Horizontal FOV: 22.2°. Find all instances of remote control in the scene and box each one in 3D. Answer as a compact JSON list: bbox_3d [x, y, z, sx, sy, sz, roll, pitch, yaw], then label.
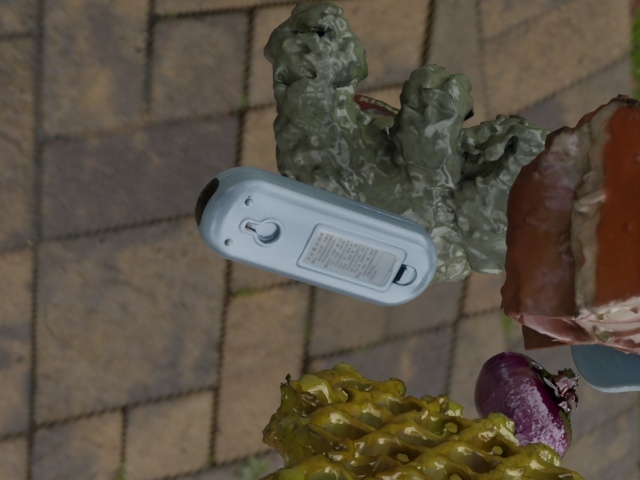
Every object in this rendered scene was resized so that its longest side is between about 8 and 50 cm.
[{"bbox_3d":[0.000,0.000,1.479,0.244,0.047,0.087,17,115,-26],"label":"remote control"}]

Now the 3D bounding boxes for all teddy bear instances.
[{"bbox_3d":[0.130,-0.064,1.680,0.357,0.367,0.224,73,26,-57],"label":"teddy bear"}]

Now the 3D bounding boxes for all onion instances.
[{"bbox_3d":[0.195,0.154,1.512,0.104,0.115,0.115,-31,131,2],"label":"onion"}]

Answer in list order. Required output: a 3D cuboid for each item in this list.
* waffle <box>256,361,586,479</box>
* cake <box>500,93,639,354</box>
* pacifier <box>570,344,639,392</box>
[{"bbox_3d":[0.053,0.143,0.975,0.249,0.253,0.056,9,110,-31],"label":"waffle"},{"bbox_3d":[0.212,-0.014,0.767,0.098,0.287,0.135,45,53,-41],"label":"cake"},{"bbox_3d":[0.388,0.097,1.558,0.238,0.287,0.226,-50,129,-23],"label":"pacifier"}]
